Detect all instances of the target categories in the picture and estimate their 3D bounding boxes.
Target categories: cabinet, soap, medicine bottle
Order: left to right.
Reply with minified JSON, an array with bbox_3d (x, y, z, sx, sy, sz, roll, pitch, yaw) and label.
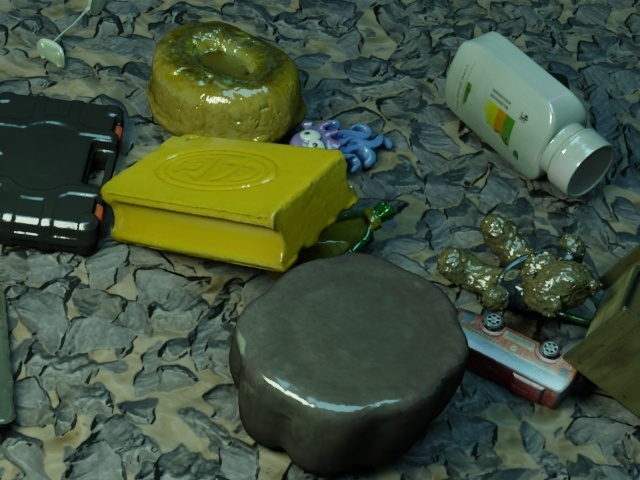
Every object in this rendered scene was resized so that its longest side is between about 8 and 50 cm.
[{"bbox_3d":[-0.131,-0.063,1.894,0.324,0.096,0.204,9,35,34],"label":"soap"},{"bbox_3d":[0.332,-0.197,2.157,0.111,0.161,0.296,-26,57,-30],"label":"medicine bottle"},{"bbox_3d":[0.471,0.138,1.823,0.215,0.148,0.175,37,46,-5],"label":"cabinet"}]

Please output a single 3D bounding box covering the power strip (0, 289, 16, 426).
[{"bbox_3d":[-0.524,0.134,1.705,0.251,0.092,0.257,-7,43,-13],"label":"power strip"}]

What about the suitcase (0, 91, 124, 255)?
[{"bbox_3d":[-0.409,-0.104,1.983,0.206,0.066,0.286,8,45,-4],"label":"suitcase"}]

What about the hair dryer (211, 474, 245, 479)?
[{"bbox_3d":[-0.017,0.335,1.629,0.255,0.070,0.128,27,46,22],"label":"hair dryer"}]

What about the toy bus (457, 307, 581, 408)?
[{"bbox_3d":[0.262,0.163,1.855,0.192,0.065,0.077,26,57,15],"label":"toy bus"}]

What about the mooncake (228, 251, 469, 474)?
[{"bbox_3d":[0.032,0.159,1.746,0.306,0.154,0.306,6,44,-6],"label":"mooncake"}]

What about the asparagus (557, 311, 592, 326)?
[{"bbox_3d":[0.394,0.121,1.953,0.127,0.018,0.015,15,79,4],"label":"asparagus"}]

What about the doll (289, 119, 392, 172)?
[{"bbox_3d":[0.027,-0.149,2.119,0.206,0.067,0.110,-11,57,-35],"label":"doll"}]

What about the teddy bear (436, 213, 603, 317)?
[{"bbox_3d":[0.298,0.051,1.921,0.182,0.129,0.251,-43,31,-12],"label":"teddy bear"}]

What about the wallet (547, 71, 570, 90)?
[{"bbox_3d":[0.397,-0.237,2.311,0.082,0.018,0.157,6,45,-5],"label":"wallet"}]

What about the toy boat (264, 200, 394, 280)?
[{"bbox_3d":[0.000,0.000,1.944,0.229,0.088,0.089,-15,49,-24],"label":"toy boat"}]

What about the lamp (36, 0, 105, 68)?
[{"bbox_3d":[-0.403,-0.360,2.254,0.056,0.050,0.198,21,47,14],"label":"lamp"}]

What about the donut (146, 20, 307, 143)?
[{"bbox_3d":[-0.155,-0.241,2.122,0.261,0.128,0.208,25,47,21],"label":"donut"}]
